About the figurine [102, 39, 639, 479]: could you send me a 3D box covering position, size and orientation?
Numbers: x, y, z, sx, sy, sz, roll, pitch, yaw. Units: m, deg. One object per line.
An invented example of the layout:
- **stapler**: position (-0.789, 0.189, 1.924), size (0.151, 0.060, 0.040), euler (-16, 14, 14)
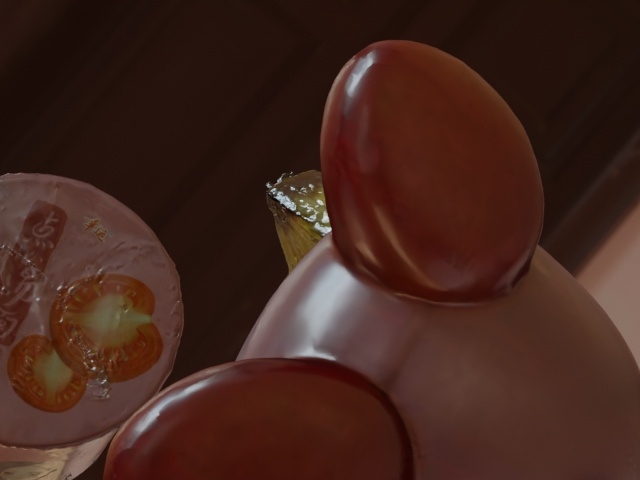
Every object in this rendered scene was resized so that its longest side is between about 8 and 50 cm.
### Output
- **figurine**: position (0.052, 0.094, 0.943), size (0.211, 0.269, 0.261), euler (27, -22, 12)

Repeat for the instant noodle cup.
- **instant noodle cup**: position (-0.253, 0.099, 1.705), size (0.243, 0.243, 0.231), euler (40, -26, 6)

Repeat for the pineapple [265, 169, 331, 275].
- **pineapple**: position (0.000, 0.000, 1.490), size (0.116, 0.069, 0.137), euler (57, -31, 7)
